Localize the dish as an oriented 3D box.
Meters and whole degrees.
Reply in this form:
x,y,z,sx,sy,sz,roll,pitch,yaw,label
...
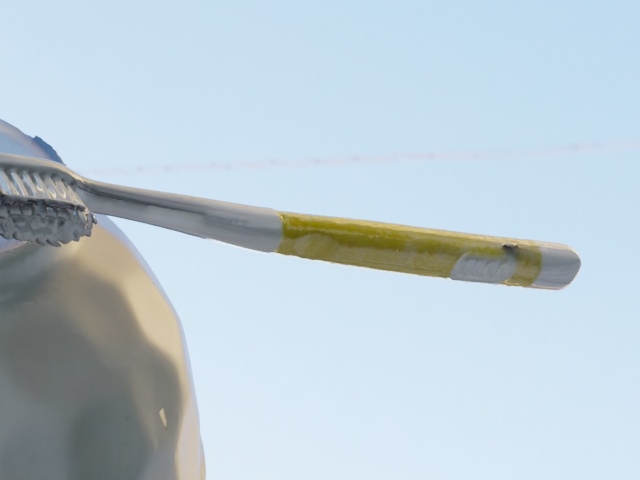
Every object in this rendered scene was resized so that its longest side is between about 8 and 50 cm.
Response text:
x,y,z,sx,sy,sz,roll,pitch,yaw,label
-0.165,0.024,0.633,0.303,0.303,0.120,11,-64,-5,dish

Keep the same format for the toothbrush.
x,y,z,sx,sy,sz,roll,pitch,yaw,label
0.000,0.000,0.608,0.288,0.024,0.021,7,-60,-46,toothbrush
